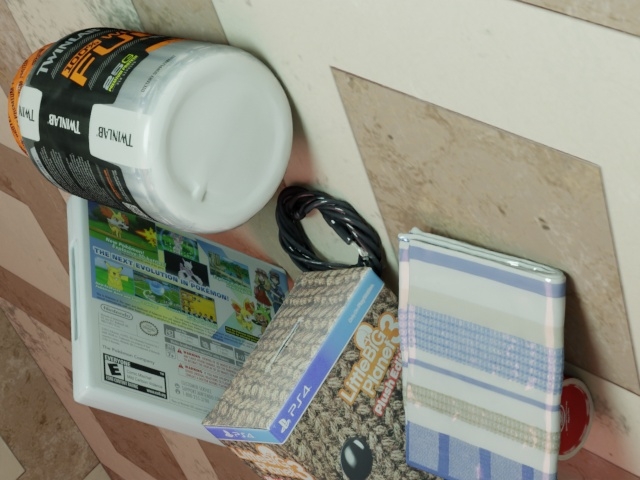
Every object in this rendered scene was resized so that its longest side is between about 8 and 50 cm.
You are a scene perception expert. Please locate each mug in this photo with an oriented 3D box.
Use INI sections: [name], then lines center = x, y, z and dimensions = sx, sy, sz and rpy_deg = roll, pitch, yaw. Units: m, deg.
[mug]
center = 0.201, 0.169, 1.578
dimensions = 0.169, 0.113, 0.150
rpy_deg = 11, 142, 48

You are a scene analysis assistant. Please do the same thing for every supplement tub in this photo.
[supplement tub]
center = -0.206, -0.134, 1.628
dimensions = 0.338, 0.207, 0.207
rpy_deg = 16, 143, 48

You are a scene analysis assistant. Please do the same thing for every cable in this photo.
[cable]
center = 0.000, 0.000, 1.708
dimensions = 0.184, 0.047, 0.151
rpy_deg = 18, 144, 49

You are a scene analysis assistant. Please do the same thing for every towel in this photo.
[towel]
center = 0.170, 0.139, 1.512
dimensions = 0.209, 0.034, 0.285
rpy_deg = 15, 117, 39

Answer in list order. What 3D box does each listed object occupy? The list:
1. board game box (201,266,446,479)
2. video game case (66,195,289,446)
[board game box]
center = 0.051, 0.213, 1.678
dimensions = 0.291, 0.232, 0.141
rpy_deg = 45, 152, -24
[video game case]
center = -0.159, 0.109, 1.738
dimensions = 0.329, 0.300, 0.036
rpy_deg = 23, 131, -34
